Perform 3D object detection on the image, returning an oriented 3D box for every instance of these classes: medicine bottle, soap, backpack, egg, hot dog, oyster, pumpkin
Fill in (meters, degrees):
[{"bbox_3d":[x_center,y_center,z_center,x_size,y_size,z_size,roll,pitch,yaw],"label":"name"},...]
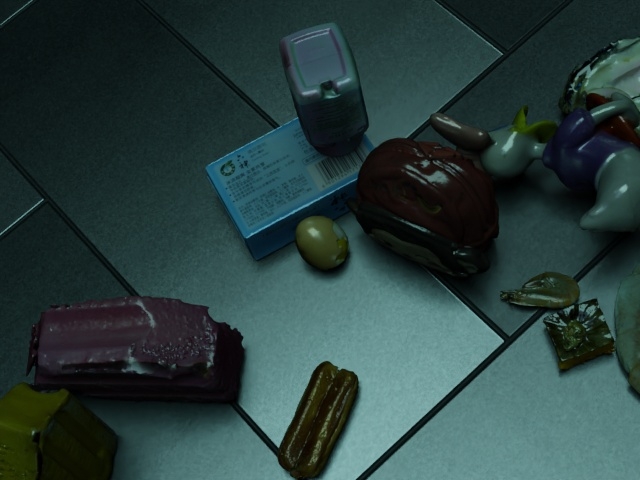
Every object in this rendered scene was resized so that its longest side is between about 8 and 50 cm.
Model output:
[{"bbox_3d":[0.010,-0.195,1.636,0.094,0.188,0.119,-17,61,0],"label":"medicine bottle"},{"bbox_3d":[-0.266,0.155,1.614,0.289,0.182,0.112,-3,64,14],"label":"soap"},{"bbox_3d":[0.146,-0.055,1.620,0.229,0.229,0.139,24,67,20],"label":"backpack"},{"bbox_3d":[0.000,0.000,1.695,0.071,0.083,0.071,-21,42,20],"label":"egg"},{"bbox_3d":[-0.003,0.243,1.597,0.071,0.045,0.165,19,69,16],"label":"hot dog"},{"bbox_3d":[-0.348,0.281,1.521,0.080,0.257,0.160,8,66,14],"label":"soap"},{"bbox_3d":[0.477,-0.201,1.709,0.260,0.092,0.198,2,65,1],"label":"oyster"},{"bbox_3d":[0.344,0.124,1.589,0.083,0.054,0.074,-22,58,5],"label":"pumpkin"}]

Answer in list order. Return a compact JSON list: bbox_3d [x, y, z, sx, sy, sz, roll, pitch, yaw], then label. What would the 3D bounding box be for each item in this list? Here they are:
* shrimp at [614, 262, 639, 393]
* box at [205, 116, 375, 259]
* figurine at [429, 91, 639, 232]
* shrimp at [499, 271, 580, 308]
[{"bbox_3d":[0.536,0.073,1.573,0.247,0.085,0.360,36,79,30],"label":"shrimp"},{"bbox_3d":[-0.033,-0.092,1.747,0.232,0.083,0.142,-29,63,-3],"label":"box"},{"bbox_3d":[0.359,-0.097,1.617,0.421,0.154,0.193,24,62,31],"label":"figurine"},{"bbox_3d":[0.303,0.067,1.643,0.108,0.023,0.059,4,56,13],"label":"shrimp"}]
